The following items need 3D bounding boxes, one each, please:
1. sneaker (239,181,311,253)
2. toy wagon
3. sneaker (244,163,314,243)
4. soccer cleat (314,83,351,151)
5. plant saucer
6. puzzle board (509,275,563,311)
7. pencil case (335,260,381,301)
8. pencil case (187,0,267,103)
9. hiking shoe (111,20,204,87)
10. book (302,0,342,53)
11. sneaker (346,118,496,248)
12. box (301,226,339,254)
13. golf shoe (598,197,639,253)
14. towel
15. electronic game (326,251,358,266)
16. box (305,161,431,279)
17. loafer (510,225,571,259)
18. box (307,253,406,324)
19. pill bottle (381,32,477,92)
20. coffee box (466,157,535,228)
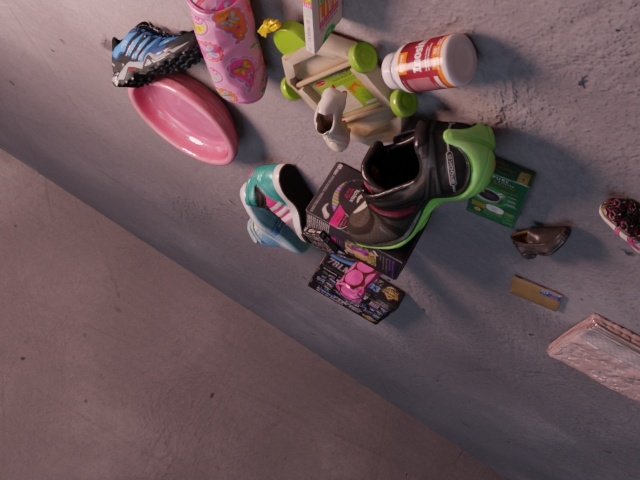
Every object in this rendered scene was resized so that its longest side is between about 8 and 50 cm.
[{"bbox_3d":[-0.189,-0.071,2.105,0.208,0.127,0.319,7,148,45],"label":"sneaker"},{"bbox_3d":[0.026,-0.319,1.314,0.344,0.068,0.267,42,157,-25],"label":"toy wagon"},{"bbox_3d":[-0.123,-0.109,1.918,0.179,0.123,0.295,11,144,33],"label":"sneaker"},{"bbox_3d":[0.018,-0.227,1.326,0.068,0.076,0.196,26,159,15],"label":"soccer cleat"},{"bbox_3d":[-0.353,-0.336,1.785,0.332,0.084,0.332,28,160,11],"label":"plant saucer"},{"bbox_3d":[0.549,0.134,1.704,0.128,0.011,0.096,23,157,19],"label":"puzzle board"},{"bbox_3d":[0.143,0.082,1.871,0.098,0.209,0.095,29,157,42],"label":"pencil case"},{"bbox_3d":[-0.181,-0.401,1.350,0.124,0.124,0.284,25,159,17],"label":"pencil case"},{"bbox_3d":[-0.389,-0.446,1.538,0.304,0.113,0.132,-8,96,35],"label":"hiking shoe"},{"bbox_3d":[0.002,-0.398,1.123,0.035,0.096,0.144,26,159,13],"label":"book"},{"bbox_3d":[0.160,-0.125,1.375,0.202,0.185,0.483,17,153,-16],"label":"sneaker"},{"bbox_3d":[0.000,0.000,1.680,0.067,0.018,0.083,12,153,47],"label":"box"},{"bbox_3d":[0.586,-0.011,1.236,0.186,0.067,0.086,33,161,-4],"label":"golf shoe"},{"bbox_3d":[0.796,0.329,1.747,0.332,0.053,0.317,28,160,10],"label":"towel"},{"bbox_3d":[0.060,0.014,2.060,0.229,0.048,0.229,28,159,12],"label":"electronic game"},{"bbox_3d":[0.115,-0.048,1.670,0.271,0.165,0.143,28,160,8],"label":"box"},{"bbox_3d":[0.468,-0.003,1.433,0.061,0.062,0.170,39,158,-5],"label":"loafer"},{"bbox_3d":[0.116,0.167,2.299,0.296,0.073,0.293,31,160,1],"label":"box"},{"bbox_3d":[0.179,-0.295,1.127,0.152,0.086,0.086,5,147,50],"label":"pill bottle"},{"bbox_3d":[0.368,-0.099,1.377,0.113,0.040,0.184,24,159,17],"label":"coffee box"}]
